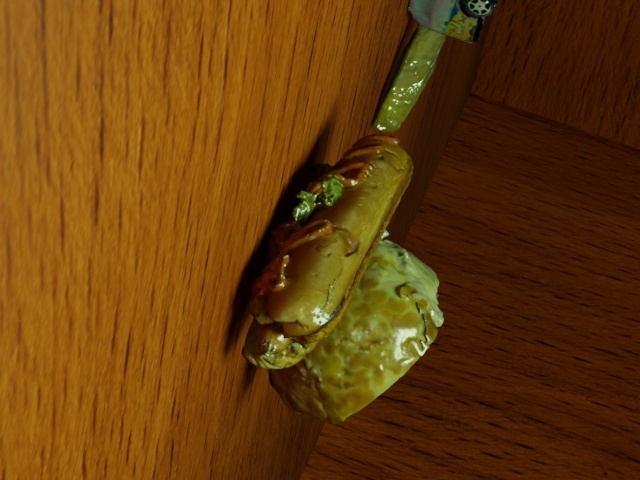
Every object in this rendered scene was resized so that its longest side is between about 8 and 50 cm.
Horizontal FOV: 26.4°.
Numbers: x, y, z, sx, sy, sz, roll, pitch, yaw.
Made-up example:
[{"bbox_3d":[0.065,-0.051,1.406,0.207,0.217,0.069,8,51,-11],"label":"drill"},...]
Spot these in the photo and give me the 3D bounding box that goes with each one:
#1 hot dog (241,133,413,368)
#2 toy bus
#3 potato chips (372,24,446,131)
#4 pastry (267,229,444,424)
[{"bbox_3d":[0.000,0.000,1.620,0.158,0.117,0.349,-49,-170,49],"label":"hot dog"},{"bbox_3d":[0.216,-0.435,2.004,0.317,0.138,0.112,96,10,-57],"label":"toy bus"},{"bbox_3d":[0.183,-0.357,2.187,0.407,0.057,0.080,-68,-169,-15],"label":"potato chips"},{"bbox_3d":[0.024,0.099,1.759,0.256,0.170,0.237,-30,-161,12],"label":"pastry"}]
